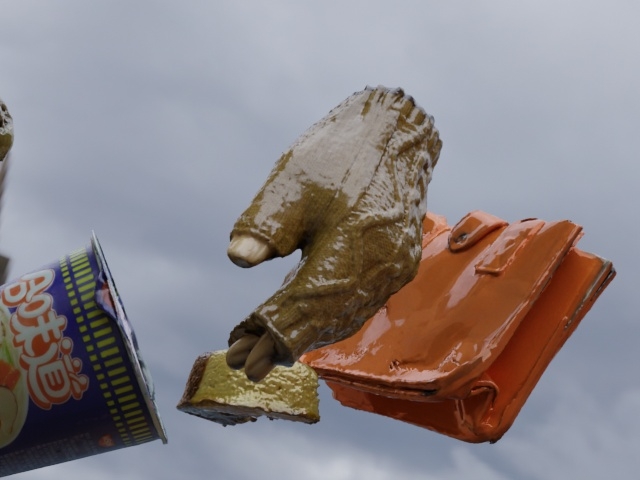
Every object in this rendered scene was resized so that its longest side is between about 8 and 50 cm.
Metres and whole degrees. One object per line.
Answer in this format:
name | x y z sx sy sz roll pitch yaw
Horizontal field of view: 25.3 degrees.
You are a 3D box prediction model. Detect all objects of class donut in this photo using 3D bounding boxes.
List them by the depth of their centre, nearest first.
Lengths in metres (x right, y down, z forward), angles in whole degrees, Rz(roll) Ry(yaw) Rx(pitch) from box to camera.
donut | -0.101 0.190 1.856 0.141 0.085 0.217 22 -19 -40

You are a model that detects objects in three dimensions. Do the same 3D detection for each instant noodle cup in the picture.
instant noodle cup | -0.375 0.169 1.735 0.312 0.284 0.284 -20 -20 -7

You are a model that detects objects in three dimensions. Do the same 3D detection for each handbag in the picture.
handbag | 0.155 0.094 1.848 0.116 0.303 0.410 45 -19 -26

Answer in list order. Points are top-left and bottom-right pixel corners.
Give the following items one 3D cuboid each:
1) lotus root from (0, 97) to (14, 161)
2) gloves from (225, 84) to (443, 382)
lotus root | -0.389 -0.089 1.418 0.183 0.090 0.077 -26 -17 10
gloves | 0.015 -0.003 1.485 0.155 0.356 0.203 18 -26 37
